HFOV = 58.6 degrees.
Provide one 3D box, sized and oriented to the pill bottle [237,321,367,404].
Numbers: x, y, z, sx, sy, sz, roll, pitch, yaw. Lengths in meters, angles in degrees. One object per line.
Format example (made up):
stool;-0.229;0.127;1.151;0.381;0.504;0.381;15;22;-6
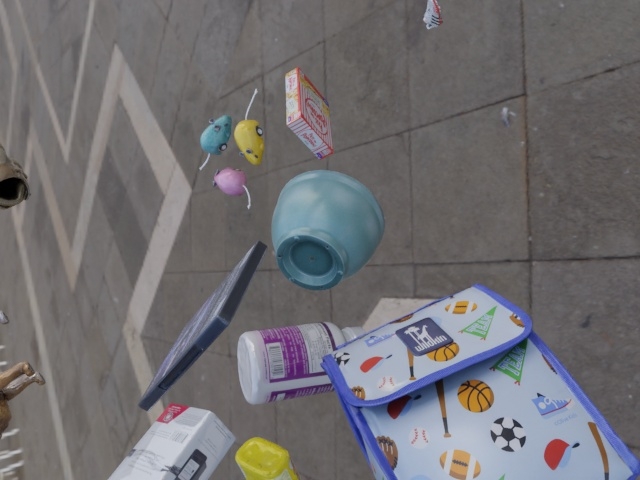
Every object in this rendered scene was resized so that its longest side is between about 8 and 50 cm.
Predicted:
pill bottle;-0.035;0.284;1.362;0.169;0.301;0.169;177;90;-69

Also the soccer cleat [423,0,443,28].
soccer cleat;0.221;-0.453;1.136;0.035;0.083;0.029;-25;68;12

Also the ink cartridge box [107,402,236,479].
ink cartridge box;-0.203;0.300;0.758;0.109;0.150;0.063;-7;125;45

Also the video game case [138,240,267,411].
video game case;-0.192;0.139;0.932;0.274;0.026;0.196;-48;13;33

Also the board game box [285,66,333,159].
board game box;-0.029;-0.320;1.440;0.045;0.147;0.194;-24;49;24

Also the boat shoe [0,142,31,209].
boat shoe;-0.694;-0.117;1.229;0.110;0.121;0.341;55;161;-2

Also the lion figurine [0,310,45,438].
lion figurine;-0.748;0.268;1.183;0.392;0.240;0.142;52;158;15

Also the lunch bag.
lunch bag;0.216;0.274;0.890;0.239;0.327;0.385;80;164;-53

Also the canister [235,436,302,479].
canister;-0.084;0.472;1.099;0.126;0.073;0.170;5;125;43

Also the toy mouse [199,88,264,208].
toy mouse;-0.139;-0.120;0.812;0.143;0.031;0.161;-8;89;40

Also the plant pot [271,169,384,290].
plant pot;0.000;0.000;1.427;0.293;0.293;0.196;-53;9;40
